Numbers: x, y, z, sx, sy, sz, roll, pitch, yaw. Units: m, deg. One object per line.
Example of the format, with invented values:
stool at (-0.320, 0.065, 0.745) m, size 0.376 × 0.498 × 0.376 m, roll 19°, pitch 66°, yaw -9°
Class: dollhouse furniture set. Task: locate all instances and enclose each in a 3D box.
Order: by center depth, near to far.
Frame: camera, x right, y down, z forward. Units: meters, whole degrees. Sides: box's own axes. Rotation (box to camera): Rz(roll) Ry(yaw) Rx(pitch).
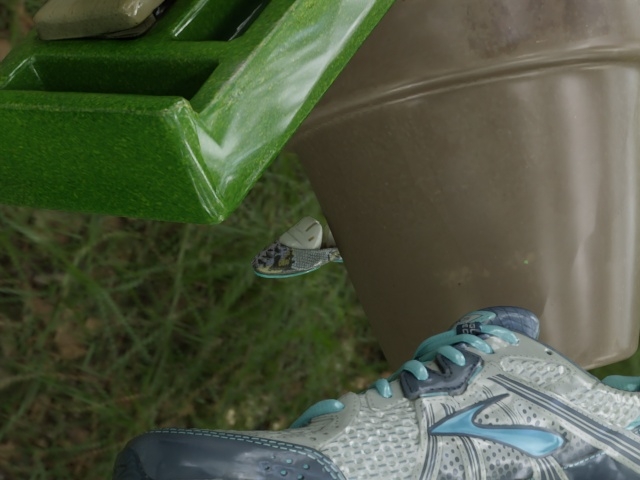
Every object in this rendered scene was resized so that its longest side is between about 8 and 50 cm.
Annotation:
dollhouse furniture set at (-0.145, -0.135, 0.390) m, size 0.151 × 0.301 × 0.197 m, roll -59°, pitch 141°, yaw -37°

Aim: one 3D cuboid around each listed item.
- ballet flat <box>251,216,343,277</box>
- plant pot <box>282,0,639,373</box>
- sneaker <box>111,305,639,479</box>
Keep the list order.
ballet flat at (0.000, 0.000, 0.908) m, size 0.114 × 0.041 × 0.041 m, roll -7°, pitch 108°, yaw -35°
plant pot at (0.106, -0.027, 0.788) m, size 0.263 × 0.263 × 0.229 m, roll -5°, pitch 82°, yaw -52°
sneaker at (0.047, 0.089, 0.530) m, size 0.283 × 0.110 × 0.122 m, roll 10°, pitch 66°, yaw -28°
